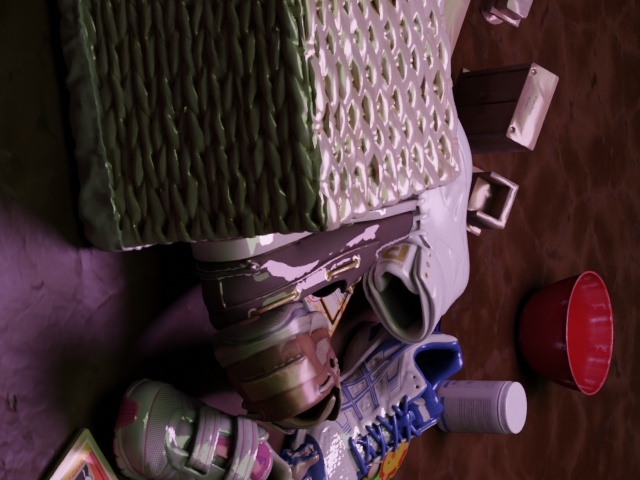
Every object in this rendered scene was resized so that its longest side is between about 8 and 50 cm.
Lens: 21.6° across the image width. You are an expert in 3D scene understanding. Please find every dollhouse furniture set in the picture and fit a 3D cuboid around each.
[{"bbox_3d":[0.093,-0.211,2.092,0.355,0.174,0.303,24,79,-26],"label":"dollhouse furniture set"}]

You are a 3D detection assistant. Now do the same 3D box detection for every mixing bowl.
[{"bbox_3d":[0.352,0.136,2.455,0.181,0.098,0.181,6,83,-59],"label":"mixing bowl"}]

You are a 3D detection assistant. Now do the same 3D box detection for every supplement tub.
[{"bbox_3d":[0.209,0.219,2.202,0.071,0.107,0.071,2,88,-59],"label":"supplement tub"}]

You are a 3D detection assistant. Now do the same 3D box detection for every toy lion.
[{"bbox_3d":[0.076,0.265,2.041,0.100,0.034,0.096,-50,151,-29],"label":"toy lion"}]

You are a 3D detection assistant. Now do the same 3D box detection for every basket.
[{"bbox_3d":[-0.052,-0.174,1.624,0.328,0.266,0.331,-23,110,-58],"label":"basket"}]

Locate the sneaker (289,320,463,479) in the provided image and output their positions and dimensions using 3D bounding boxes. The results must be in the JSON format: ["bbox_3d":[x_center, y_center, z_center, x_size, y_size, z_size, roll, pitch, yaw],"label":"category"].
[{"bbox_3d":[0.068,0.196,1.944,0.296,0.131,0.112,-58,138,-41],"label":"sneaker"}]

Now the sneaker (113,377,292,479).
[{"bbox_3d":[-0.109,0.205,1.660,0.252,0.111,0.103,37,58,-53],"label":"sneaker"}]

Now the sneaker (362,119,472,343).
[{"bbox_3d":[0.110,-0.025,1.953,0.169,0.108,0.292,-52,136,-57],"label":"sneaker"}]

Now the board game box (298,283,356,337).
[{"bbox_3d":[0.000,0.000,1.917,0.193,0.045,0.147,-62,139,-39],"label":"board game box"}]

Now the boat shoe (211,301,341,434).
[{"bbox_3d":[-0.036,0.141,1.695,0.324,0.123,0.116,32,33,-80],"label":"boat shoe"}]

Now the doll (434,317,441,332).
[{"bbox_3d":[0.133,0.096,2.137,0.129,0.046,0.189,-2,97,-69],"label":"doll"}]

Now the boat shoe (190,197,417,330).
[{"bbox_3d":[-0.009,0.015,1.760,0.324,0.116,0.096,-17,104,-51],"label":"boat shoe"}]

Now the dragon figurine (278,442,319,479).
[{"bbox_3d":[-0.068,0.342,1.751,0.289,0.144,0.085,-47,133,-25],"label":"dragon figurine"}]

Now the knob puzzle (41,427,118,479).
[{"bbox_3d":[-0.216,0.303,1.557,0.213,0.030,0.213,4,85,-60],"label":"knob puzzle"}]
